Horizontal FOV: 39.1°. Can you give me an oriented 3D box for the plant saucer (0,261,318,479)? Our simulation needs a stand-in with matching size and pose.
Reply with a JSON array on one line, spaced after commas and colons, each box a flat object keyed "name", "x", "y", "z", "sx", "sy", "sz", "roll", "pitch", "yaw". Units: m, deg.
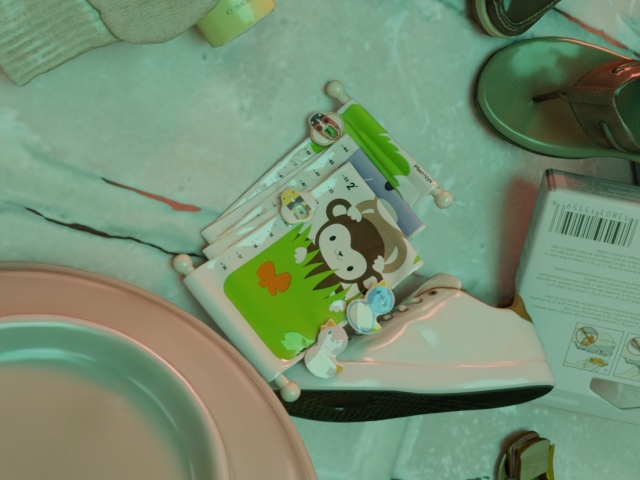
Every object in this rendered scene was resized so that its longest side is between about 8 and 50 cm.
[{"name": "plant saucer", "x": -0.166, "y": 0.155, "z": 0.521, "sx": 0.401, "sy": 0.400, "sz": 0.100, "roll": -8, "pitch": 146, "yaw": -31}]

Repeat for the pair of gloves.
[{"name": "pair of gloves", "x": -0.163, "y": -0.242, "z": 0.600, "sx": 0.204, "sy": 0.042, "sz": 0.240, "roll": -21, "pitch": 106, "yaw": -6}]

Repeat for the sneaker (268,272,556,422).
[{"name": "sneaker", "x": 0.070, "y": 0.095, "z": 0.824, "sx": 0.290, "sy": 0.106, "sz": 0.123, "roll": 1, "pitch": 65, "yaw": -25}]

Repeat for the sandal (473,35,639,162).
[{"name": "sandal", "x": 0.297, "y": -0.126, "z": 0.843, "sx": 0.303, "sy": 0.086, "sz": 0.120, "roll": 15, "pitch": 82, "yaw": 7}]

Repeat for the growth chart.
[{"name": "growth chart", "x": 0.000, "y": 0.000, "z": 0.747, "sx": 0.172, "sy": 0.021, "sz": 0.237, "roll": 41, "pitch": 75, "yaw": 4}]

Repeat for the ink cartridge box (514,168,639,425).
[{"name": "ink cartridge box", "x": 0.330, "y": 0.071, "z": 0.900, "sx": 0.275, "sy": 0.060, "sz": 0.238, "roll": 12, "pitch": 118, "yaw": 3}]

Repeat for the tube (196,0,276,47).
[{"name": "tube", "x": -0.122, "y": -0.255, "z": 0.653, "sx": 0.240, "sy": 0.062, "sz": 0.070, "roll": 56, "pitch": 34, "yaw": -20}]

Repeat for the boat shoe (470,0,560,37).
[{"name": "boat shoe", "x": 0.241, "y": -0.296, "z": 0.845, "sx": 0.095, "sy": 0.095, "sz": 0.257, "roll": 44, "pitch": 75, "yaw": -29}]

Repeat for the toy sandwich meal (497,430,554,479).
[{"name": "toy sandwich meal", "x": 0.224, "y": 0.245, "z": 0.964, "sx": 0.086, "sy": 0.029, "sz": 0.085, "roll": -6, "pitch": 101, "yaw": -31}]

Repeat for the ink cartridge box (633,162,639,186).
[{"name": "ink cartridge box", "x": 0.500, "y": -0.053, "z": 1.003, "sx": 0.233, "sy": 0.168, "sz": 0.171, "roll": -27, "pitch": 111, "yaw": -25}]
